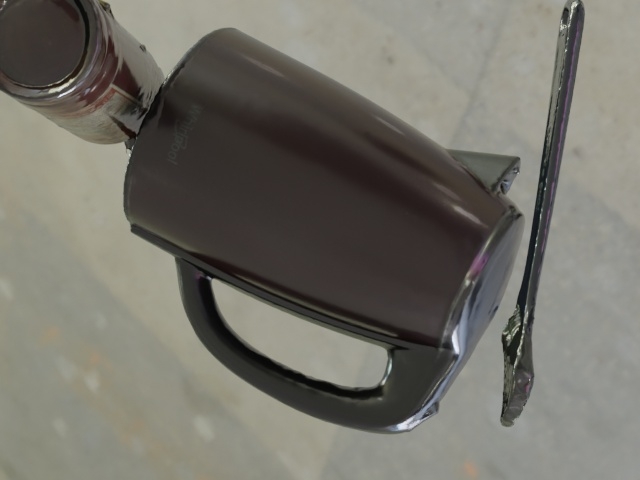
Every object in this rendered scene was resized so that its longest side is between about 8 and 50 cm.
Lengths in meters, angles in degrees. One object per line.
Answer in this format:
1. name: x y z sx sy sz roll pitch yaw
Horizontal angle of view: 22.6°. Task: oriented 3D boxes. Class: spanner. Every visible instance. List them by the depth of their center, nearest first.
1. spanner: 0.106 -0.014 0.765 0.046 0.012 0.209 169 110 -87

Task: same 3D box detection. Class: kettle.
1. kettle: 0.000 0.000 0.997 0.232 0.202 0.144 28 180 16

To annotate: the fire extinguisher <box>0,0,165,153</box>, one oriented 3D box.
1. fire extinguisher: -0.144 -0.084 1.004 0.252 0.075 0.106 46 -132 -81
